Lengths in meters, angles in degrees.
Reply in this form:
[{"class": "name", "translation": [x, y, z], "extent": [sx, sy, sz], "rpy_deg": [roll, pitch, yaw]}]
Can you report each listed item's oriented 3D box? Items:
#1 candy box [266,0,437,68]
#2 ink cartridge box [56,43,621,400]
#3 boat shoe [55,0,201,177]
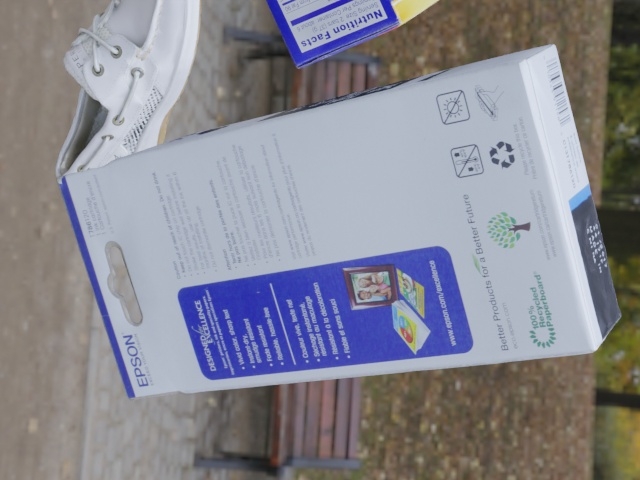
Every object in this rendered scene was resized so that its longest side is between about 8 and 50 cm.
[{"class": "candy box", "translation": [0.019, -0.347, 1.029], "extent": [0.268, 0.122, 0.317], "rpy_deg": [-43, 113, -50]}, {"class": "ink cartridge box", "translation": [0.000, 0.000, 0.718], "extent": [0.065, 0.332, 0.166], "rpy_deg": [-33, 110, -57]}, {"class": "boat shoe", "translation": [-0.177, -0.152, 1.040], "extent": [0.098, 0.096, 0.277], "rpy_deg": [61, -40, 45]}]
